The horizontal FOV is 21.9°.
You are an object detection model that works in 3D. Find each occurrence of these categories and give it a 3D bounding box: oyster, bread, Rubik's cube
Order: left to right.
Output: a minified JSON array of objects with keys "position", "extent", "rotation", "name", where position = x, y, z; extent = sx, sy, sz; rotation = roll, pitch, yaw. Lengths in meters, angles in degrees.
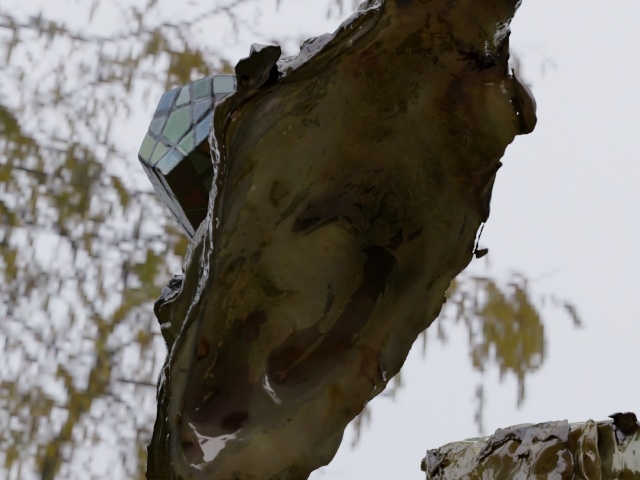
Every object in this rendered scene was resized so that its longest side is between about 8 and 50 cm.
[{"position":[-0.061,-0.057,1.159],"extent":[0.112,0.133,0.133],"rotation":[20,-25,24],"name":"Rubik's cube"},{"position":[0.000,0.010,0.918],"extent":[0.221,0.096,0.361],"rotation":[-6,-57,-34],"name":"oyster"},{"position":[0.223,0.341,1.626],"extent":[0.277,0.324,0.167],"rotation":[-17,-11,42],"name":"bread"}]
